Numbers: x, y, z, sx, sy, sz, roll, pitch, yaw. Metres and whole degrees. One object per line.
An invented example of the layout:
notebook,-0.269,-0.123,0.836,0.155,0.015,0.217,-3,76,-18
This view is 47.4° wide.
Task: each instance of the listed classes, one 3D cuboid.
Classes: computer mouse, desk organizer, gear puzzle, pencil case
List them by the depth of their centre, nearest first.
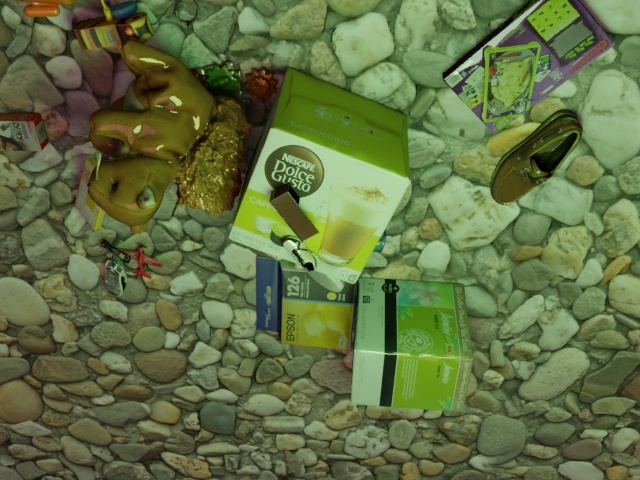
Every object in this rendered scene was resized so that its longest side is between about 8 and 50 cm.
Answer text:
desk organizer,-0.056,-0.063,1.646,0.050,0.047,0.130,-27,118,21
gear puzzle,-0.270,-0.363,1.871,0.339,0.044,0.175,-9,124,12
pencil case,0.109,-0.006,2.073,0.152,0.070,0.064,9,140,-1
computer mouse,-0.622,0.089,2.227,0.106,0.042,0.193,26,131,14

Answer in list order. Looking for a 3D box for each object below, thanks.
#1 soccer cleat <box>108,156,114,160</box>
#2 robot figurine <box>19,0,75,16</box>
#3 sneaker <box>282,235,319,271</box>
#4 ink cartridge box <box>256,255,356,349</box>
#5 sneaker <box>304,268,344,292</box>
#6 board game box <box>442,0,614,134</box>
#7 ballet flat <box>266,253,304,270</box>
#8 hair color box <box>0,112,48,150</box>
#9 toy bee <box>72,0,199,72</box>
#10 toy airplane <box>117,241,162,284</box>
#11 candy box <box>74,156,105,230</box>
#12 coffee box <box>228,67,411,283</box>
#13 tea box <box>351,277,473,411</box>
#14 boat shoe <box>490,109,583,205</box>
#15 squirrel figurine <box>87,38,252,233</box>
soccer cleat,-0.541,-0.214,1.974,0.083,0.095,0.248,7,126,1
robot figurine,-0.645,-0.609,1.682,0.220,0.128,0.158,5,139,2
sneaker,-0.046,0.032,1.716,0.109,0.043,0.040,38,124,-18
ink cartridge box,-0.049,0.196,2.237,0.307,0.072,0.303,3,126,1
sneaker,0.000,0.000,2.014,0.282,0.161,0.102,49,157,-2
board game box,0.491,-0.432,1.747,0.347,0.056,0.208,-37,110,27
ballet flat,-0.081,0.025,2.087,0.316,0.106,0.107,24,146,-9
hair color box,-0.835,-0.293,1.973,0.167,0.053,0.093,1,126,6
toy bee,-0.462,-0.507,1.718,0.298,0.162,0.195,-27,117,23
toy airplane,-0.543,0.069,2.215,0.151,0.028,0.151,9,123,14
candy box,-0.632,-0.127,2.031,0.105,0.027,0.206,51,138,15
coffee box,0.001,-0.165,1.805,0.338,0.338,0.334,20,125,-9
tea box,0.257,0.295,2.115,0.324,0.329,0.219,4,125,2
boat shoe,0.544,-0.197,1.872,0.111,0.104,0.307,26,124,-12
squirrel figurine,-0.354,-0.195,1.719,0.397,0.370,0.281,18,151,-21
